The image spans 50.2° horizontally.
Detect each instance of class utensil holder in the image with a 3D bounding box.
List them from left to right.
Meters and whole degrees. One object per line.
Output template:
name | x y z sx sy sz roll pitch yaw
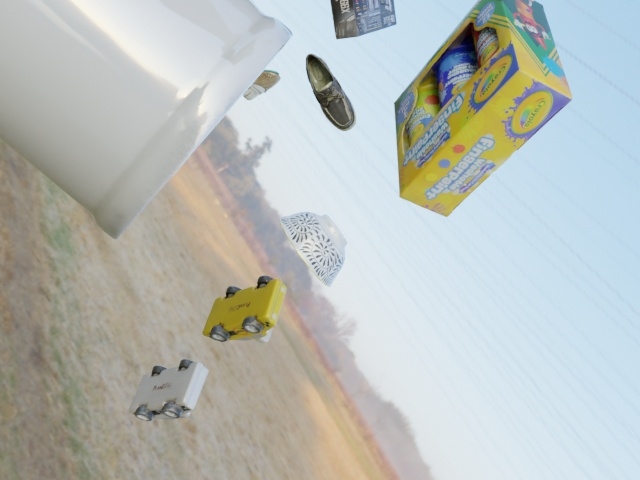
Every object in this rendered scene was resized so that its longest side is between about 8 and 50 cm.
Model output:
utensil holder | -0.279 -0.247 0.788 0.385 0.328 0.327 41 -3 -13

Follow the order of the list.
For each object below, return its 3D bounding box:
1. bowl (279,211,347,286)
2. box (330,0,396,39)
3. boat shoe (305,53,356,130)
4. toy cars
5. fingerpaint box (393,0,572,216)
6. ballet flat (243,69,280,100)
bowl | 0.000 0.000 1.337 0.170 0.080 0.170 52 7 -9
box | 0.124 -0.736 2.008 0.307 0.076 0.243 -40 126 -54
boat shoe | 0.017 -0.385 1.769 0.224 0.080 0.073 63 14 12
toy cars | -0.191 0.212 1.237 0.087 0.394 0.176 39 9 -29
fingerpaint box | 0.366 -0.342 1.679 0.445 0.163 0.371 -48 -150 43
ballet flat | -0.185 -0.367 1.644 0.206 0.067 0.073 3 -15 36
